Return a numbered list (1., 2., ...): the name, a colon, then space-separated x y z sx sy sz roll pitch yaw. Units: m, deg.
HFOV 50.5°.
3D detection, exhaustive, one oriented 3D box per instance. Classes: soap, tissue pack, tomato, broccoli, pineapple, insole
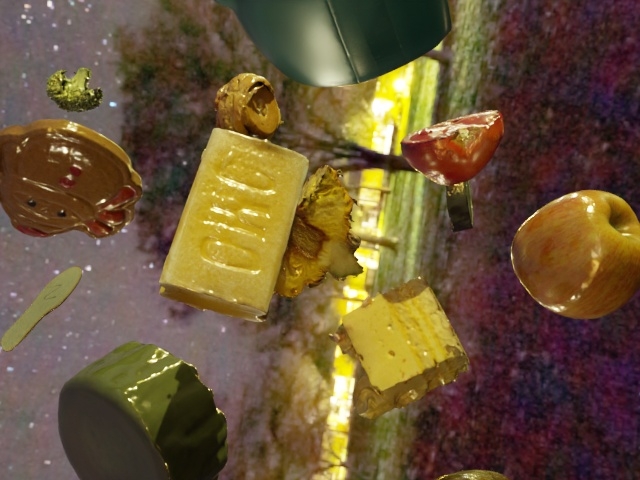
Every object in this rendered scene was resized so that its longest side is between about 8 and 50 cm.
1. soap: -0.132 -0.024 1.055 0.089 0.173 0.274 121 164 -65
2. tissue pack: 0.000 -0.298 0.673 0.198 0.206 0.287 55 -157 -58
3. tomato: 0.301 -0.199 1.523 0.200 0.233 0.140 -112 6 -74
4. broccoli: -0.446 -0.277 1.237 0.097 0.095 0.092 17 84 60
5. pineapple: 0.002 -0.006 1.219 0.140 0.164 0.250 -144 72 -72
6. insole: -0.486 0.116 1.181 0.188 0.064 0.004 -48 -39 -8

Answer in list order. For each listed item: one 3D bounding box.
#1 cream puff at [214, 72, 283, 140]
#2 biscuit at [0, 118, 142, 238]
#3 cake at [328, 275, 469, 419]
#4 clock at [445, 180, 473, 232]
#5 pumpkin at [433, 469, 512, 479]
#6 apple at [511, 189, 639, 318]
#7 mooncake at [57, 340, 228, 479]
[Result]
1. cream puff: -0.125 -0.221 1.149 0.133 0.104 0.119 -35 -61 -60
2. biscuit: -0.613 -0.124 1.619 0.381 0.359 0.074 -44 34 32
3. cake: 0.174 0.261 1.585 0.227 0.286 0.222 66 -176 31
4. clock: 0.357 -0.158 1.770 0.280 0.055 0.281 -7 -90 -75
5. pumpkin: 0.245 0.465 1.005 0.325 0.242 0.232 -7 -88 -53
6. apple: 0.538 0.022 1.390 0.264 0.264 0.264 9 -90 -87
7. mooncake: -0.356 0.388 1.374 0.194 0.356 0.356 -31 -44 -49
